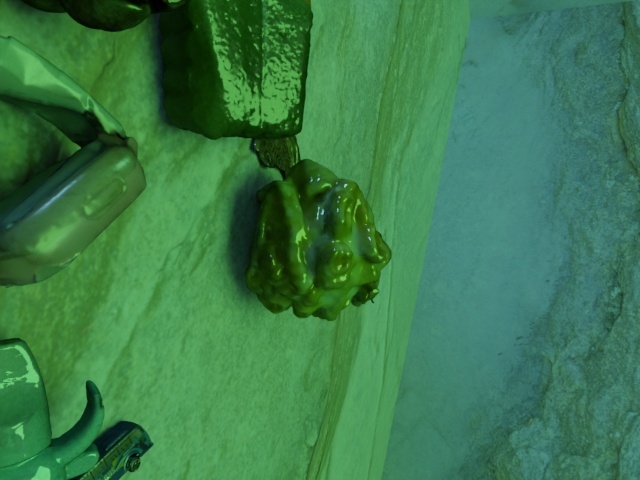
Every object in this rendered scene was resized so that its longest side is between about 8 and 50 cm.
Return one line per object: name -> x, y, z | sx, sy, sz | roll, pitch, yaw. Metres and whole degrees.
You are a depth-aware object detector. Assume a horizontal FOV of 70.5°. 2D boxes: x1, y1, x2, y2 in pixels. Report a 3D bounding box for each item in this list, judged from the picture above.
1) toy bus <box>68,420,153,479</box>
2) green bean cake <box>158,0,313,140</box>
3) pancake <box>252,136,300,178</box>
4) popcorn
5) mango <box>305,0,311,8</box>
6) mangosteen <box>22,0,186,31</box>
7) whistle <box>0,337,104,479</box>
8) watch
toy bus -> -0.305, 0.316, 0.624 | 0.153, 0.051, 0.061 | -41, 126, -54
green bean cake -> -0.130, -0.278, 0.712 | 0.222, 0.125, 0.248 | -4, 99, -41
pancake -> -0.091, -0.178, 0.982 | 0.190, 0.020, 0.184 | -18, 112, -61
popcorn -> -0.005, 0.002, 0.904 | 0.312, 0.312, 0.312 | -22, 115, -61
mango -> -0.078, -0.408, 0.856 | 0.147, 0.109, 0.227 | -20, 115, -61
mangosteen -> -0.207, -0.362, 0.448 | 0.288, 0.288, 0.288 | -22, 115, -61
whistle -> -0.338, 0.243, 0.498 | 0.186, 0.093, 0.274 | -7, 100, -36
watch -> -0.326, -0.085, 0.415 | 0.241, 0.161, 0.253 | 60, 39, -32
